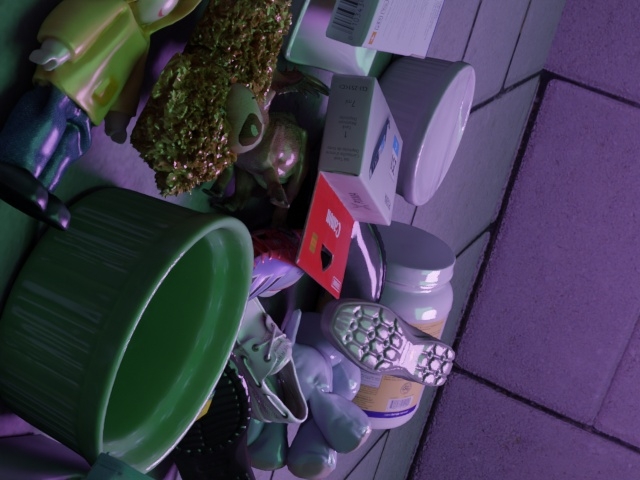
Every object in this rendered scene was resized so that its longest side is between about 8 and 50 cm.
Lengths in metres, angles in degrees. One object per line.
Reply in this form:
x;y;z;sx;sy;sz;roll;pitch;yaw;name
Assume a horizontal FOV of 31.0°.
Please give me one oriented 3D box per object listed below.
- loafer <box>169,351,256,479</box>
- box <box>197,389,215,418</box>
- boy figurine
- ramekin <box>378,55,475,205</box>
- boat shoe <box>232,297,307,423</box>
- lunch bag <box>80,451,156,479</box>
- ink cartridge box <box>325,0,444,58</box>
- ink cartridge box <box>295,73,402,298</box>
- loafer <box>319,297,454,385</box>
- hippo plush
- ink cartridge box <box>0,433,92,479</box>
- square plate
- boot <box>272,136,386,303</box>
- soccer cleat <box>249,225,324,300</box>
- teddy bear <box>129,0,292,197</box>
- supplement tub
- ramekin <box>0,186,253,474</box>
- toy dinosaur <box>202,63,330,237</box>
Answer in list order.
-0.172;0.252;1.660;0.130;0.133;0.366;-110;-166;-45;loafer
-0.219;0.204;1.427;0.179;0.105;0.043;-32;147;-63;box
-0.203;-0.151;1.056;0.285;0.092;0.177;-59;159;-16;boy figurine
0.167;-0.206;2.055;0.273;0.127;0.273;-55;159;-34;ramekin
-0.082;0.159;1.681;0.098;0.096;0.277;-52;134;-35;boat shoe
-0.179;0.354;1.086;0.262;0.160;0.223;49;59;-34;lunch bag
0.127;-0.412;1.612;0.307;0.072;0.304;-20;129;-71;ink cartridge box
0.049;-0.062;1.623;0.296;0.066;0.261;46;53;-74;ink cartridge box
0.095;0.164;1.883;0.319;0.111;0.112;32;80;-46;loafer
-0.049;0.229;1.915;0.294;0.234;0.236;60;18;-17;hippo plush
-0.355;0.402;1.163;0.385;0.160;0.279;-67;164;0;ink cartridge box
0.053;-0.399;1.592;0.344;0.049;0.347;-71;163;8;square plate
0.000;0.000;1.810;0.222;0.118;0.338;-41;129;-51;boot
-0.085;0.023;1.543;0.116;0.109;0.318;-32;173;14;soccer cleat
-0.086;-0.182;1.206;0.245;0.113;0.338;-60;-175;22;teddy bear
0.105;0.152;2.125;0.241;0.241;0.331;-34;143;-61;supplement tub
-0.209;0.090;1.237;0.303;0.148;0.303;-56;160;-32;ramekin
-0.058;-0.128;1.487;0.296;0.127;0.200;69;39;-74;toy dinosaur
